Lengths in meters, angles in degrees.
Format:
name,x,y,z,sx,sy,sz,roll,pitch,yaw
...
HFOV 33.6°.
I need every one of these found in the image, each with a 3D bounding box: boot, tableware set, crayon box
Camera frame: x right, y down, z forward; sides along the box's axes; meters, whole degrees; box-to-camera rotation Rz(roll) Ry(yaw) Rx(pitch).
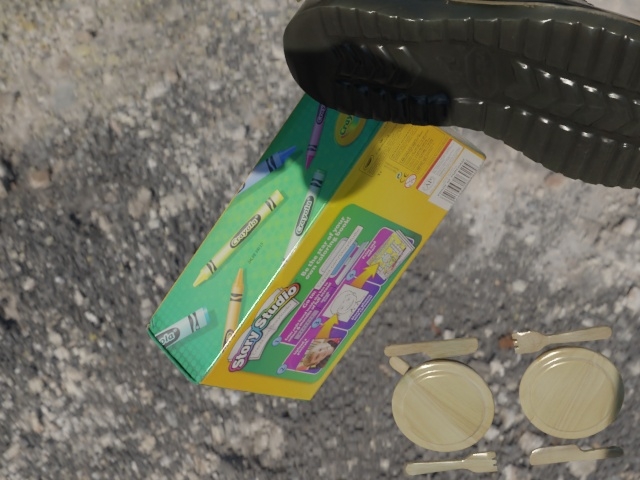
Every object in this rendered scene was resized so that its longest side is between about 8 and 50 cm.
name,x,y,z,sx,sy,sz,roll,pitch,yaw
boot,0.101,-0.103,0.458,0.197,0.077,0.137,19,49,14
tableware set,0.158,0.130,0.905,0.194,0.128,0.039,-7,20,11
crayon box,0.000,0.000,0.891,0.081,0.165,0.278,42,101,33

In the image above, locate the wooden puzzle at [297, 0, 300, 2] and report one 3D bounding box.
name,x,y,z,sx,sy,sz,roll,pitch,yaw
wooden puzzle,-0.013,-0.231,0.731,0.078,0.014,0.116,-27,93,-4
